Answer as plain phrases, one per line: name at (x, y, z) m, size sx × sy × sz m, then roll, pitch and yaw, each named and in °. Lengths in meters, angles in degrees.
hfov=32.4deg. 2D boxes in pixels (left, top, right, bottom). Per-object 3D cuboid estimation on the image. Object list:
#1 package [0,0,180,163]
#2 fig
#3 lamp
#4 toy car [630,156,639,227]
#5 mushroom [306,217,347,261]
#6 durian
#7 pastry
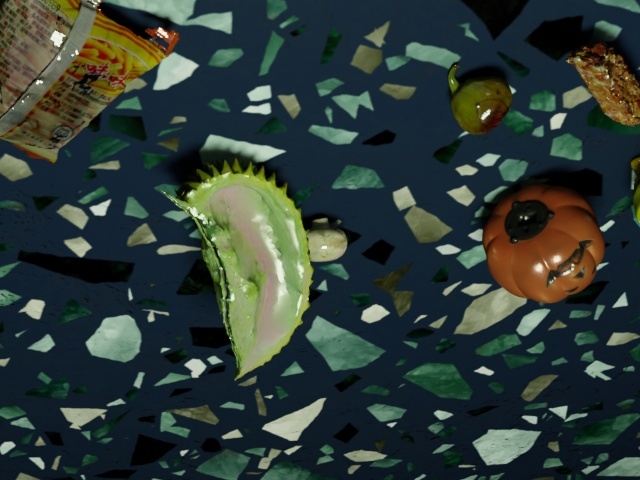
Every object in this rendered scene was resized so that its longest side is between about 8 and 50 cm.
package at (-0.341, -0.205, 1.357) m, size 0.288 × 0.108 × 0.223 m, roll -39°, pitch 135°, yaw 25°
fig at (0.216, -0.197, 1.545) m, size 0.098 × 0.082 × 0.084 m, roll 34°, pitch 152°, yaw 7°
lamp at (0.353, 0.009, 1.730) m, size 0.187 × 0.188 × 0.164 m, roll -28°, pitch 139°, yaw 18°
toy car at (0.602, -0.098, 1.699) m, size 0.248 × 0.142 × 0.200 m, roll -20°, pitch 141°, yaw 25°
mushroom at (0.000, 0.000, 1.717) m, size 0.083 × 0.067 × 0.083 m, roll -8°, pitch 177°, yaw 0°
durian at (-0.106, 0.031, 1.627) m, size 0.158 × 0.169 × 0.352 m, roll -3°, pitch 121°, yaw 18°
pastry at (0.407, -0.228, 1.543) m, size 0.063 × 0.087 × 0.169 m, roll -53°, pitch 135°, yaw -4°
